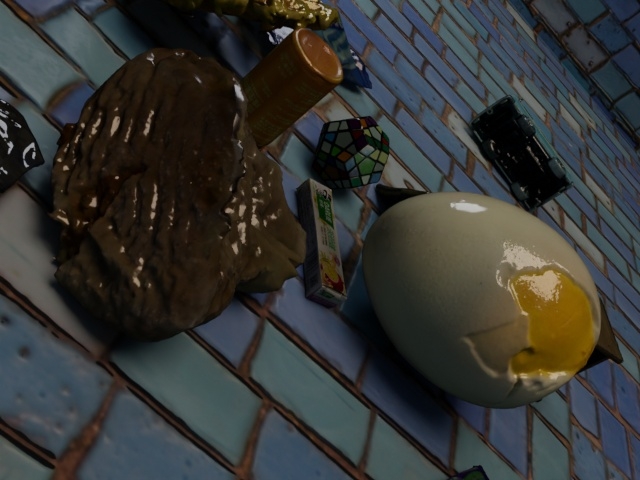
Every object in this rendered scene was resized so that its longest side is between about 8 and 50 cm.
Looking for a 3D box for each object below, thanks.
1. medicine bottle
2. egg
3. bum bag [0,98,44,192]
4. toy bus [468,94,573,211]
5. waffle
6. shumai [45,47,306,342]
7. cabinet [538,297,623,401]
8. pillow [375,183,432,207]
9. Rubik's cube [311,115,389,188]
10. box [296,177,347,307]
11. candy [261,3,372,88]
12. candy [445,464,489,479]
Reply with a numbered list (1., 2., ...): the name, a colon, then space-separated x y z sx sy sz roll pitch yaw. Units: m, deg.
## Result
1. medicine bottle: -0.066 -0.203 1.091 0.096 0.192 0.096 34 38 -31
2. egg: 0.219 0.073 1.111 0.345 0.283 0.283 40 32 -1
3. bum bag: -0.393 -0.137 0.712 0.310 0.074 0.137 28 30 -36
4. toy bus: 0.498 -0.227 1.919 0.271 0.133 0.165 54 26 -4
5. waffle: -0.131 -0.362 1.151 0.325 0.068 0.302 18 20 18
6. shumai: -0.150 -0.033 0.895 0.283 0.217 0.346 60 20 -66
7. cabinet: 0.372 0.155 1.334 0.215 0.175 0.148 32 37 -32
8. pillow: 0.206 -0.021 1.320 0.212 0.052 0.208 41 -5 -18
9. Rubik's cube: 0.049 -0.143 1.261 0.112 0.133 0.133 19 40 -8
10. box: 0.000 0.000 1.124 0.050 0.041 0.207 25 41 -33
11. candy: -0.021 -0.389 1.446 0.331 0.077 0.187 7 56 -53
12. candy: 0.175 0.362 0.980 0.275 0.070 0.145 7 45 -47
